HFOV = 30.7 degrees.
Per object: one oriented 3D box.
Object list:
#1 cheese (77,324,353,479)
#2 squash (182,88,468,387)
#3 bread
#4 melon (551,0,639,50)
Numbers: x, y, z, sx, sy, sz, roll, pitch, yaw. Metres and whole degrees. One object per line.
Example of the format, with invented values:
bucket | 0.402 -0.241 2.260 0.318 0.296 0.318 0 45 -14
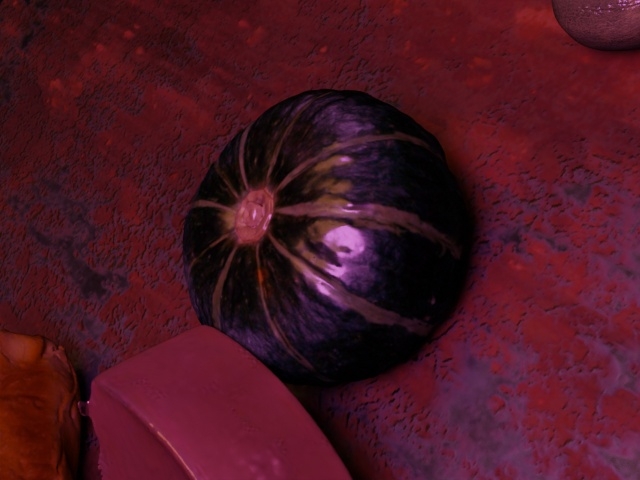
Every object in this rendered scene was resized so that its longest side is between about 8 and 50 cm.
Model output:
cheese | -0.072 0.192 0.882 0.177 0.128 0.203 15 119 47
squash | 0.000 0.000 0.976 0.252 0.165 0.252 -16 65 39
bread | -0.309 0.256 1.103 0.195 0.148 0.344 -38 47 32
melon | 0.248 -0.201 0.932 0.130 0.098 0.098 -2 65 42
